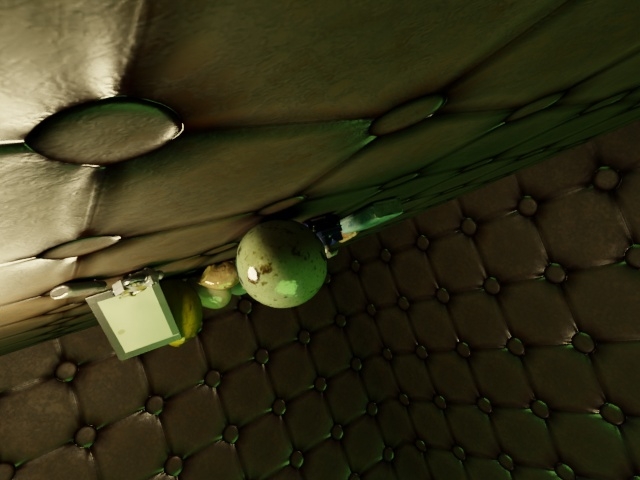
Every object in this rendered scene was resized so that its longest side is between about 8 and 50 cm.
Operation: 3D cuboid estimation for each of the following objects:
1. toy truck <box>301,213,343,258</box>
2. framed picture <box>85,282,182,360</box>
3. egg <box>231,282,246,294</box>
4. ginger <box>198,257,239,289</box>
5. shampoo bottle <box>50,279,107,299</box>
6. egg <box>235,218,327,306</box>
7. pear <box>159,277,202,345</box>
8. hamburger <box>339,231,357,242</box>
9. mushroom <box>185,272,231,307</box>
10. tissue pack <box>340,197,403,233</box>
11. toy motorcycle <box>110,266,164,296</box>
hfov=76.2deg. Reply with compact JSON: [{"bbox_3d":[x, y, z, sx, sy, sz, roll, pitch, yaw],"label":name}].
[{"bbox_3d":[0.000,0.000,1.639,0.161,0.176,0.213,-18,175,-31],"label":"toy truck"},{"bbox_3d":[-0.740,0.319,1.650,0.265,0.346,0.016,-19,-147,-14],"label":"framed picture"},{"bbox_3d":[-0.487,0.244,2.480,0.168,0.167,0.231,-15,169,-45],"label":"egg"},{"bbox_3d":[-0.448,0.161,1.939,0.267,0.152,0.138,-9,140,-43],"label":"ginger"},{"bbox_3d":[-0.708,0.143,1.214,0.080,0.040,0.165,-22,175,13],"label":"shampoo bottle"},{"bbox_3d":[-0.125,0.072,1.302,0.288,0.287,0.379,-21,164,14],"label":"egg"},{"bbox_3d":[-0.668,0.323,1.865,0.253,0.307,0.253,-28,172,-4],"label":"pear"},{"bbox_3d":[0.163,-0.058,2.252,0.102,0.087,0.176,-32,177,-41],"label":"hamburger"},{"bbox_3d":[-0.563,0.240,2.077,0.246,0.202,0.246,13,149,8],"label":"mushroom"},{"bbox_3d":[0.230,-0.108,1.870,0.177,0.089,0.263,-14,172,-35],"label":"tissue pack"},{"bbox_3d":[-0.610,0.138,1.375,0.152,0.073,0.225,-19,175,-42],"label":"toy motorcycle"}]
